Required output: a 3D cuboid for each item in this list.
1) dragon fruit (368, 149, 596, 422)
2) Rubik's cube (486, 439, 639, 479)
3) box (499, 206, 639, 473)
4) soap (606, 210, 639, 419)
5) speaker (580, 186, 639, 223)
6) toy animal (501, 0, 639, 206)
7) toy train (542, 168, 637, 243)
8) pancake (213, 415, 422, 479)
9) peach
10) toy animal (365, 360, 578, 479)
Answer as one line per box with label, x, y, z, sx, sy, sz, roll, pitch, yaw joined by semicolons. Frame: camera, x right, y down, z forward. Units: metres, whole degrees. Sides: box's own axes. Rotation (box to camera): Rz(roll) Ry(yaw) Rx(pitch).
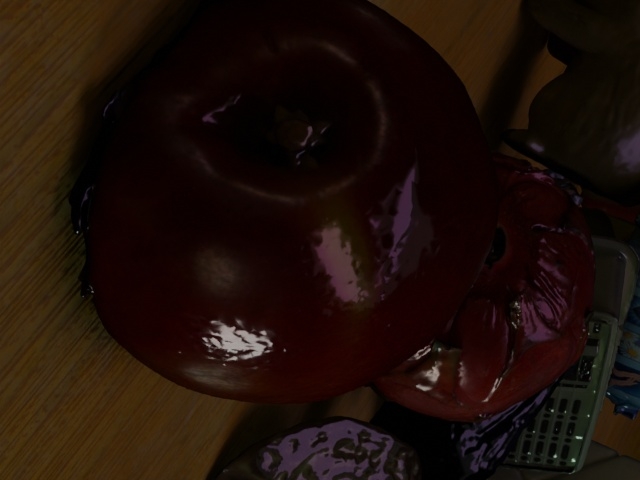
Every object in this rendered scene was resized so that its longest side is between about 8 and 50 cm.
dragon fruit;0.119;0.038;1.473;0.252;0.241;0.241;-39;-167;52
Rubik's cube;0.207;0.392;1.989;0.318;0.322;0.316;-61;159;-21
box;0.198;0.096;1.786;0.166;0.221;0.290;-82;178;-45
soap;0.362;0.052;1.860;0.156;0.077;0.293;-52;157;-39
speaker;0.466;-0.113;2.250;0.294;0.294;0.294;-56;159;-35
toy animal;0.307;-0.225;1.820;0.181;0.180;0.362;33;73;-79
toy train;0.265;0.057;2.001;0.134;0.177;0.260;-28;136;-64
pancake;-0.011;0.260;1.471;0.250;0.031;0.250;-16;117;-35
peach;0.000;0.000;1.103;0.257;0.201;0.361;-61;162;-24
toy animal;0.109;0.168;1.625;0.122;0.298;0.185;59;12;-16
